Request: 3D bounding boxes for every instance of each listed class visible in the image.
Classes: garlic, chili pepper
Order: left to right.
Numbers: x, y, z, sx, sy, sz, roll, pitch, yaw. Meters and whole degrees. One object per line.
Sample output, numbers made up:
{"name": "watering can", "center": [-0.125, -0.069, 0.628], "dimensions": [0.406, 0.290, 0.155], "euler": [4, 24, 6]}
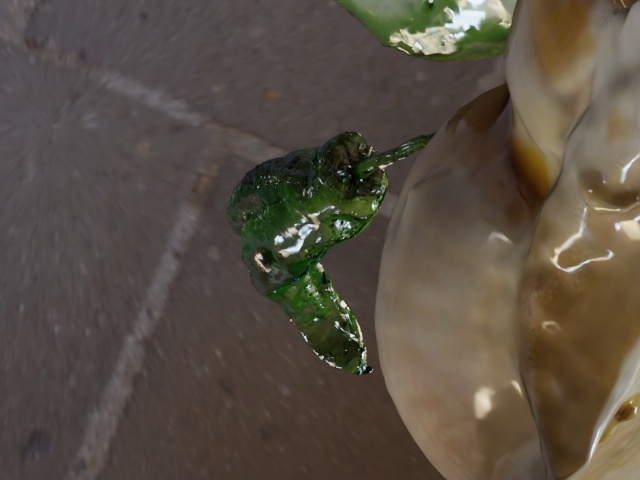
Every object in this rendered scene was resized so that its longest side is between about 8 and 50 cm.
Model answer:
{"name": "chili pepper", "center": [-0.001, 0.000, 1.204], "dimensions": [0.122, 0.279, 0.065], "euler": [15, 62, -2]}
{"name": "garlic", "center": [0.166, -0.024, 0.687], "dimensions": [0.313, 0.249, 0.286], "euler": [-14, 114, -39]}

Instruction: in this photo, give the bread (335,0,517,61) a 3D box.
{"name": "bread", "center": [0.060, -0.277, 0.867], "dimensions": [0.382, 0.129, 0.366], "euler": [38, 132, 21]}
